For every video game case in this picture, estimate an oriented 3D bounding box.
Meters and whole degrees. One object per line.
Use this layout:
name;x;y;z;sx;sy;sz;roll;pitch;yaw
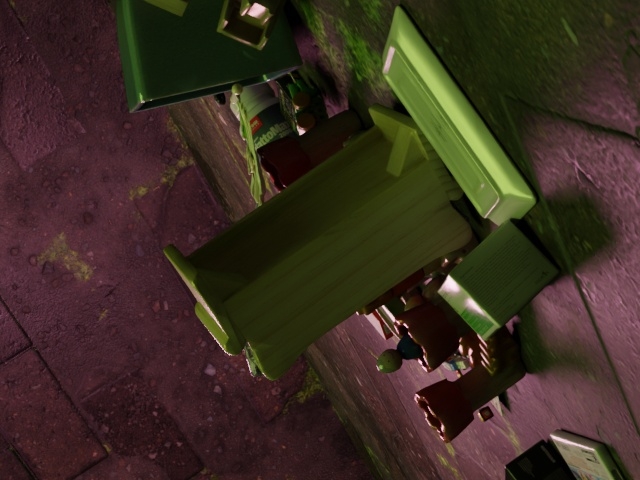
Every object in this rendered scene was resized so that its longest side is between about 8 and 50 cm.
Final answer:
video game case;0.391;0.335;1.575;0.143;0.019;0.157;58;169;-4

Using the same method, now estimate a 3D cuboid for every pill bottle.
pill bottle;-0.079;-0.189;1.991;0.180;0.108;0.108;54;170;18

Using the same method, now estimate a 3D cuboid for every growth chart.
growth chart;-0.103;-0.118;1.663;0.172;0.021;0.237;121;138;-82

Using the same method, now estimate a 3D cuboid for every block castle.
block castle;0.082;0.051;1.643;0.453;0.213;0.303;51;168;35

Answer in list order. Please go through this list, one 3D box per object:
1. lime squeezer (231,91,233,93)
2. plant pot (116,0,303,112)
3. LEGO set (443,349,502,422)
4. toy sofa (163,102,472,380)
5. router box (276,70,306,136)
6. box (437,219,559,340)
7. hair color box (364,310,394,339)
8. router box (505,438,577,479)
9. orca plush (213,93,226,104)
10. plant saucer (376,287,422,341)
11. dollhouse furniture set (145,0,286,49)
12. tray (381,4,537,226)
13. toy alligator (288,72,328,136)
lime squeezer;-0.110;-0.260;2.140;0.110;0.059;0.310;13;143;31
plant pot;-0.196;-0.349;1.721;0.248;0.247;0.252;-170;65;-77
LEGO set;0.229;0.209;1.872;0.182;0.060;0.244;54;171;40
toy sofa;0.000;0.000;1.437;0.177;0.362;0.150;59;170;-26
router box;-0.030;-0.214;1.880;0.092;0.038;0.122;55;170;17
box;0.206;0.048;1.320;0.087;0.102;0.101;47;169;10
hair color box;0.103;0.127;2.261;0.141;0.043;0.072;49;167;39
router box;0.410;0.489;1.764;0.309;0.081;0.243;52;168;29
orca plush;-0.199;-0.366;2.060;0.102;0.151;0.287;13;137;26
plant saucer;0.125;0.088;2.048;0.278;0.041;0.278;56;170;14
dollhouse furniture set;-0.136;-0.431;1.436;0.286;0.198;0.303;22;164;-12
tray;0.146;-0.131;1.300;0.270;0.030;0.145;56;169;9
toy alligator;-0.018;-0.216;1.782;0.056;0.051;0.189;79;179;-64
